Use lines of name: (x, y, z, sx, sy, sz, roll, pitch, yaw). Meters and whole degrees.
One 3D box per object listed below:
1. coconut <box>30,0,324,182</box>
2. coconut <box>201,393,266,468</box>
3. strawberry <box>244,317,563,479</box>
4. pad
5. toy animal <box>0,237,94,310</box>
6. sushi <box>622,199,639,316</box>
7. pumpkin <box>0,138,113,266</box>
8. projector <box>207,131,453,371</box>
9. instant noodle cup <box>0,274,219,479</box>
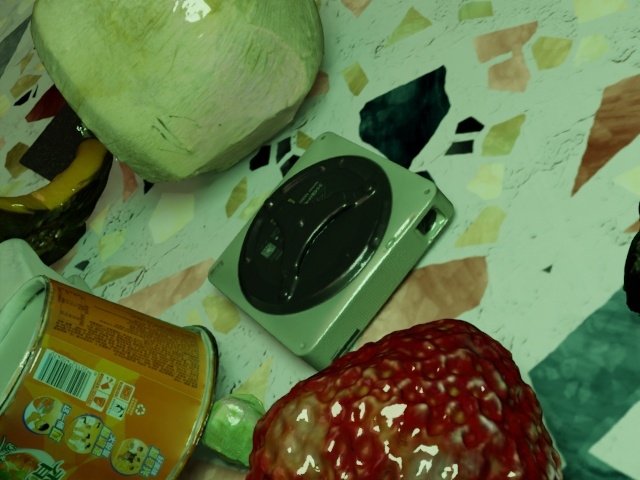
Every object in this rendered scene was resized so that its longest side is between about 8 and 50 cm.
coconut: (-0.173, -0.306, 1.533, 0.404, 0.404, 0.404, -23, 45, 25)
coconut: (-0.096, 0.215, 1.258, 0.083, 0.082, 0.081, 30, 83, 33)
strawberry: (0.069, 0.201, 0.980, 0.292, 0.292, 0.310, -19, 63, 28)
pad: (-0.395, -0.242, 1.957, 0.330, 0.004, 0.220, -53, 40, -9)
toy animal: (-0.476, 0.185, 1.526, 0.367, 0.196, 0.241, -32, 44, 12)
sushi: (0.376, -0.012, 1.012, 0.225, 0.124, 0.127, -54, 40, -1)
pumpkin: (-0.449, -0.011, 1.634, 0.258, 0.095, 0.290, -27, -15, -45)
projector: (0.000, 0.000, 1.358, 0.257, 0.079, 0.259, -51, 39, -5)
instant noodle cup: (-0.290, 0.184, 1.294, 0.296, 0.214, 0.296, -41, 30, 31)
